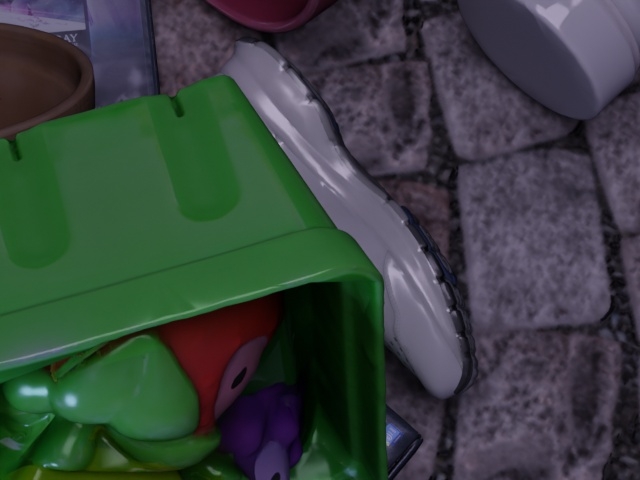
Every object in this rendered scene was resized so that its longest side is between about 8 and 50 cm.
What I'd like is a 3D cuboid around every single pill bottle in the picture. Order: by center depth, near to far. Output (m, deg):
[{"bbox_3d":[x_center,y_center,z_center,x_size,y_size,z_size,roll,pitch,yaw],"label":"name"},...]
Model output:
[{"bbox_3d":[0.238,-0.232,1.426,0.161,0.161,0.283,43,77,9],"label":"pill bottle"}]

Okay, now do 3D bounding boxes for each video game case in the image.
[{"bbox_3d":[-0.226,-0.204,1.469,0.196,0.026,0.274,-6,76,-4],"label":"video game case"}]

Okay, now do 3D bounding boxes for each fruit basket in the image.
[{"bbox_3d":[-0.090,0.148,1.142,0.283,0.392,0.392,-15,76,-5],"label":"fruit basket"}]

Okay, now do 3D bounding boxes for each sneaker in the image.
[{"bbox_3d":[0.000,0.000,1.397,0.129,0.111,0.297,-39,73,1],"label":"sneaker"}]

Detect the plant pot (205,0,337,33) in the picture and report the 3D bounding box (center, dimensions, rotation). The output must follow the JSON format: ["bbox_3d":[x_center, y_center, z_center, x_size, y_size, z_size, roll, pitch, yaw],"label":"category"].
[{"bbox_3d":[-0.011,-0.277,1.422,0.180,0.201,0.201,-38,79,-27],"label":"plant pot"}]

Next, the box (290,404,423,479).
[{"bbox_3d":[-0.075,0.131,1.367,0.233,0.059,0.183,41,78,8],"label":"box"}]

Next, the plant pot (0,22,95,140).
[{"bbox_3d":[-0.268,-0.060,1.335,0.237,0.237,0.109,-2,117,-3],"label":"plant pot"}]
